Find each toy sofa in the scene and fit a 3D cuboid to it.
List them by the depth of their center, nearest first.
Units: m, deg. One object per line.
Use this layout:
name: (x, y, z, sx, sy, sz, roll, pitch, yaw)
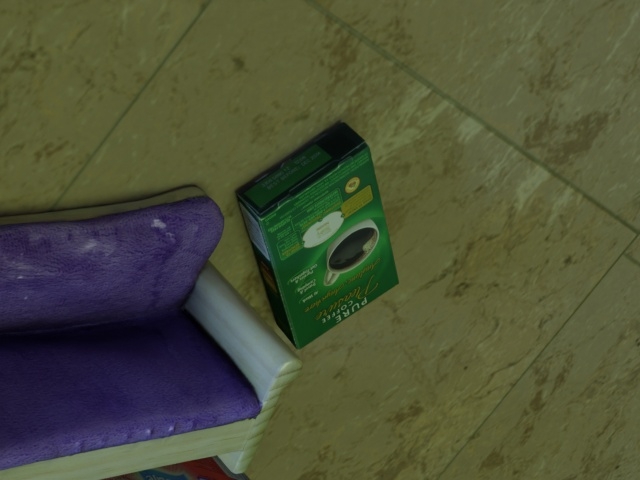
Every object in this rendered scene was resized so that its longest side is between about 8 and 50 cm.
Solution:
toy sofa: (-0.194, 0.084, 1.232, 0.362, 0.150, 0.177, -6, 130, -42)

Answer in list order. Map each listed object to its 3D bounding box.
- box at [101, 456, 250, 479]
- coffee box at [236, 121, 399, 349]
box: (-0.155, 0.255, 1.437, 0.142, 0.154, 0.300, -52, 145, 8)
coffee box: (0.000, 0.000, 1.438, 0.113, 0.040, 0.184, -35, 143, -14)
